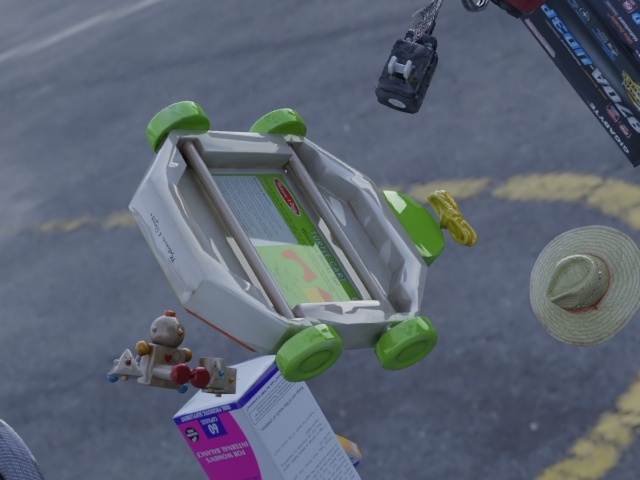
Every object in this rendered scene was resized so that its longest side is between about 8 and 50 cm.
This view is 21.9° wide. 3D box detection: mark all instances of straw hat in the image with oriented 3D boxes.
[{"bbox_3d":[0.284,0.045,1.834,0.144,0.144,0.061,-13,-13,30],"label":"straw hat"}]

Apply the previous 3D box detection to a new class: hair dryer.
[{"bbox_3d":[0.158,-0.220,1.157,0.293,0.080,0.223,-56,2,-27],"label":"hair dryer"}]

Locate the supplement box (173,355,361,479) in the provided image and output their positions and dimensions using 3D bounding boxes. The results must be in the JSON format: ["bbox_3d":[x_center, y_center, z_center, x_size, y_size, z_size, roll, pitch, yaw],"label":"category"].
[{"bbox_3d":[-0.051,0.253,1.887,0.111,0.220,0.114,-19,17,40],"label":"supplement box"}]

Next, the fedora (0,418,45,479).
[{"bbox_3d":[-0.318,0.276,1.491,0.244,0.275,0.124,-47,-24,9],"label":"fedora"}]

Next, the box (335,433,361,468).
[{"bbox_3d":[-0.009,0.282,2.154,0.081,0.136,0.028,-38,51,18],"label":"box"}]

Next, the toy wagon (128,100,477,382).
[{"bbox_3d":[0.000,0.000,1.449,0.344,0.267,0.068,-1,-40,-45],"label":"toy wagon"}]

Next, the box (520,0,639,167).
[{"bbox_3d":[0.302,-0.195,1.715,0.051,0.220,0.175,-35,-6,-11],"label":"box"}]

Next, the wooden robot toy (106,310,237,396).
[{"bbox_3d":[-0.142,0.110,1.657,0.076,0.079,0.173,-7,-15,43],"label":"wooden robot toy"}]
